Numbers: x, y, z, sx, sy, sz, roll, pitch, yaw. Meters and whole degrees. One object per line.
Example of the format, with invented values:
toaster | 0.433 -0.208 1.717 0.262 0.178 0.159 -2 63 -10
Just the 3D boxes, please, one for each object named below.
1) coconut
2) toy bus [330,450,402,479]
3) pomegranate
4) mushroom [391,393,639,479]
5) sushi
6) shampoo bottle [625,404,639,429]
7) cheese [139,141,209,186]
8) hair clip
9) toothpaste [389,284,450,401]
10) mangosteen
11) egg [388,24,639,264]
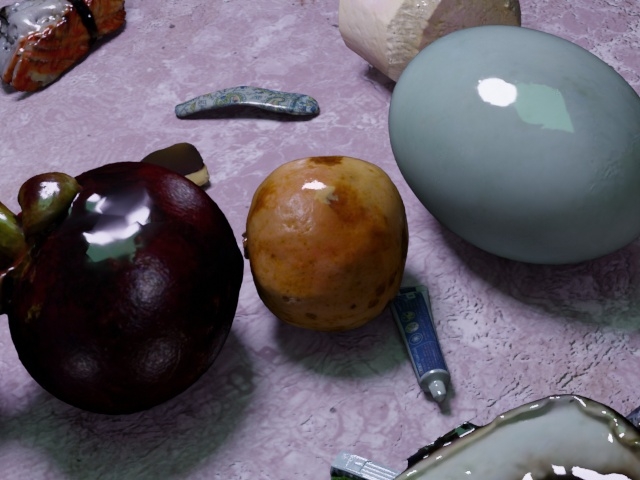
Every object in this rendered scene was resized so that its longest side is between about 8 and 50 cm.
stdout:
coconut | 0.155 -0.353 1.801 0.239 0.239 0.244 -24 42 -17
toy bus | 0.050 0.253 1.273 0.083 0.037 0.031 16 46 27
pomegranate | 0.000 0.000 1.439 0.215 0.215 0.215 -5 41 4
mushroom | 0.168 0.290 1.108 0.344 0.130 0.247 -40 41 -6
sushi | -0.434 -0.378 2.012 0.130 0.124 0.332 26 53 23
shampoo bottle | 0.321 0.280 1.168 0.098 0.071 0.309 4 43 16
cheese | -0.244 -0.087 1.713 0.162 0.036 0.086 -20 45 -12
hair clip | -0.115 -0.211 1.832 0.229 0.036 0.066 0 35 9
toothpaste | 0.120 0.118 1.417 0.057 0.034 0.197 -7 38 -6
mangosteen | -0.234 0.042 1.372 0.297 0.293 0.297 -15 39 13
egg | 0.248 -0.119 1.479 0.276 0.276 0.389 -33 44 -25
